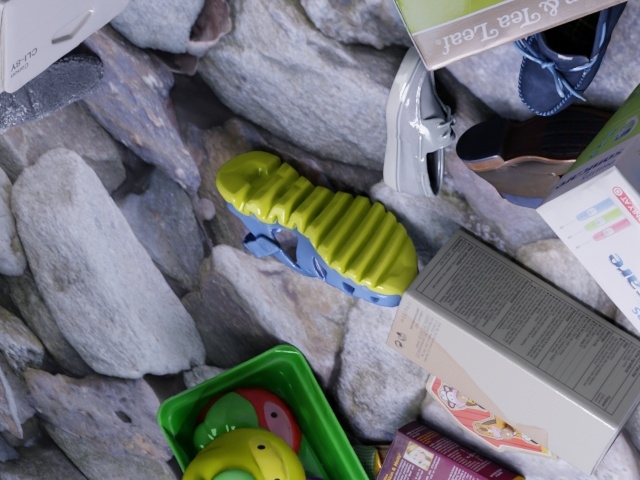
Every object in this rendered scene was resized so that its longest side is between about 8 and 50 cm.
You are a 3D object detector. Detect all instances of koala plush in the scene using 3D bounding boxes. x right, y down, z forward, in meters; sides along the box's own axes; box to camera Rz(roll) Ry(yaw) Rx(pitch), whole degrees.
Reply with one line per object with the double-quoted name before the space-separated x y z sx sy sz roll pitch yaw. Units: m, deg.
"koala plush" -0.465 -0.244 2.198 0.221 0.203 0.196 -1 125 57

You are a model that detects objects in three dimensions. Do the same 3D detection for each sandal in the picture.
"sandal" 0.000 0.000 2.057 0.317 0.126 0.138 33 146 27

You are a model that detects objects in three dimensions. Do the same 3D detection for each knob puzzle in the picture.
"knob puzzle" 0.226 0.226 2.129 0.213 0.030 0.213 25 139 23

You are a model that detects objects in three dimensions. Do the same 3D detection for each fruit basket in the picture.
"fruit basket" -0.075 0.351 2.230 0.392 0.283 0.392 56 161 29

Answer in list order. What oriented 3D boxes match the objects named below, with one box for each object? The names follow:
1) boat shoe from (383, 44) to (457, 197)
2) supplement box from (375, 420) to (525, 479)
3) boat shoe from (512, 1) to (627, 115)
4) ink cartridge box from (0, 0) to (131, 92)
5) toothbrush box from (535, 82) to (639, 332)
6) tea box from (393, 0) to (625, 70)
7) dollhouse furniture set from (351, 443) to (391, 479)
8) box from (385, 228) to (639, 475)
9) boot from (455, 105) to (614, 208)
"boat shoe" 0.127 -0.139 1.844 0.081 0.079 0.227 19 142 15
"supplement box" 0.184 0.352 2.212 0.188 0.081 0.104 27 106 21
"boat shoe" 0.255 -0.225 1.624 0.109 0.089 0.258 31 141 16
"ink cartridge box" -0.461 -0.395 1.959 0.385 0.279 0.160 32 140 14
"toothbrush box" 0.376 -0.051 1.521 0.206 0.283 0.122 49 143 -6
"tea box" 0.191 -0.374 1.345 0.329 0.220 0.323 -17 114 22
"dollhouse furniture set" 0.089 0.471 2.384 0.198 0.151 0.301 -10 118 47
"box" 0.255 0.139 1.927 0.311 0.148 0.121 34 143 14
"boot" 0.275 -0.093 1.768 0.219 0.082 0.106 0 147 37
